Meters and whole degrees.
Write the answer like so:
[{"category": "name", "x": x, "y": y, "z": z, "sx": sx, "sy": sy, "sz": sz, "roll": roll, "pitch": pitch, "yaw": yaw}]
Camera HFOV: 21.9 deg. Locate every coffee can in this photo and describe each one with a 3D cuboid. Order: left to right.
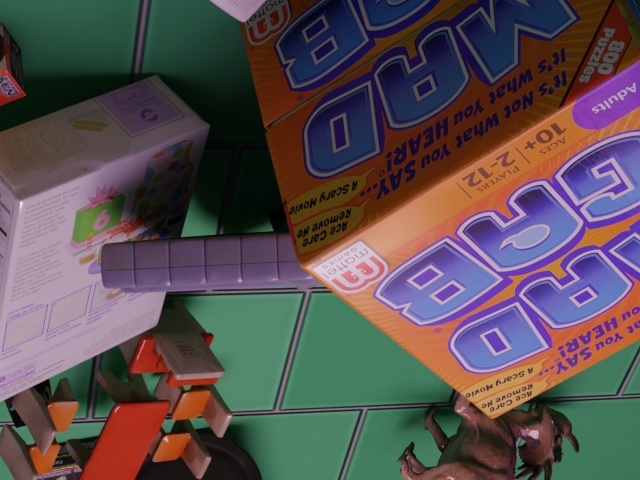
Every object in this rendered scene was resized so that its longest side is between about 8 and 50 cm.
[{"category": "coffee can", "x": -0.162, "y": 0.419, "z": 2.257, "sx": 0.202, "sy": 0.201, "sz": 0.275, "roll": -12, "pitch": 140, "yaw": -3}]

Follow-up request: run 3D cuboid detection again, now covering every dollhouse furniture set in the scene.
[{"category": "dollhouse furniture set", "x": -0.221, "y": 0.209, "z": 2.003, "sx": 0.262, "sy": 0.135, "sz": 0.259, "roll": 0, "pitch": 129, "yaw": -38}]

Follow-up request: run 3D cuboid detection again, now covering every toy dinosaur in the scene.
[{"category": "toy dinosaur", "x": 0.222, "y": 0.303, "z": 2.223, "sx": 0.200, "sy": 0.295, "sz": 0.127, "roll": 34, "pitch": 159, "yaw": 3}]

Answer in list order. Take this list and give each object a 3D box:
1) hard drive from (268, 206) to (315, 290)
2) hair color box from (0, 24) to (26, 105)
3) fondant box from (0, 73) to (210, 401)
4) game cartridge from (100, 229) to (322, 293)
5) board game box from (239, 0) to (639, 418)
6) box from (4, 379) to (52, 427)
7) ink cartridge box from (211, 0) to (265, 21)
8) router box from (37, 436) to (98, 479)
[{"category": "hard drive", "x": 0.000, "y": 0.000, "z": 1.963, "sx": 0.094, "sy": 0.022, "sz": 0.135, "roll": -17, "pitch": 139, "yaw": 3}, {"category": "hair color box", "x": -0.367, "y": -0.154, "z": 1.646, "sx": 0.141, "sy": 0.072, "sz": 0.043, "roll": -21, "pitch": 139, "yaw": 7}, {"category": "fondant box", "x": -0.265, "y": 0.003, "z": 1.760, "sx": 0.238, "sy": 0.096, "sz": 0.330, "roll": -26, "pitch": 151, "yaw": -36}, {"category": "game cartridge", "x": -0.060, "y": 0.018, "z": 1.741, "sx": 0.230, "sy": 0.068, "sz": 0.355, "roll": -7, "pitch": 179, "yaw": 18}, {"category": "board game box", "x": 0.186, "y": -0.111, "z": 1.636, "sx": 0.356, "sy": 0.356, "sz": 0.356, "roll": -32, "pitch": 136, "yaw": 19}, {"category": "box", "x": -0.362, "y": 0.179, "z": 2.032, "sx": 0.052, "sy": 0.062, "sz": 0.083, "roll": -13, "pitch": 140, "yaw": -3}, {"category": "ink cartridge box", "x": -0.113, "y": -0.316, "z": 1.507, "sx": 0.134, "sy": 0.078, "sz": 0.231, "roll": -44, "pitch": 134, "yaw": 14}, {"category": "router box", "x": -0.328, "y": 0.309, "z": 2.207, "sx": 0.122, "sy": 0.038, "sz": 0.092, "roll": -10, "pitch": 140, "yaw": -5}]
